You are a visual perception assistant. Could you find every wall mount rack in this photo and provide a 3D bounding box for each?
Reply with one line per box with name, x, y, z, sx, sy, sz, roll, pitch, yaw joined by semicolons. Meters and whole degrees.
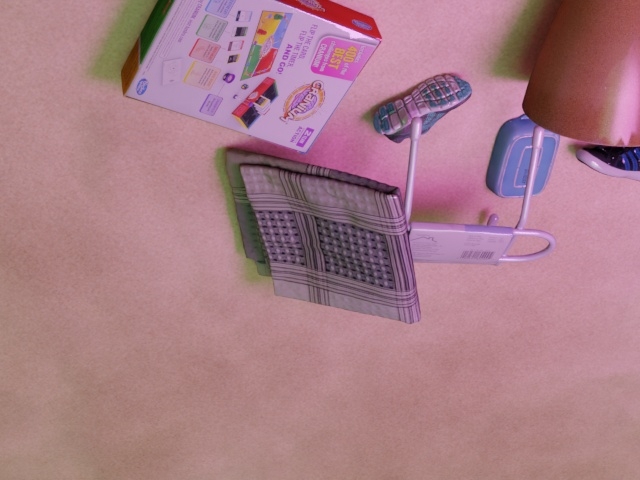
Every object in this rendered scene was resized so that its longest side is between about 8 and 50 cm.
wall mount rack;0.230;-0.064;1.971;0.350;0.130;0.304;2;151;-9

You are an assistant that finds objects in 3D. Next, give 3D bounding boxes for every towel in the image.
towel;0.000;0.000;1.950;0.324;0.056;0.312;15;142;25

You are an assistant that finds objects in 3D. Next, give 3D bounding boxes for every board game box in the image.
board game box;-0.104;-0.275;1.766;0.317;0.064;0.242;17;127;-28

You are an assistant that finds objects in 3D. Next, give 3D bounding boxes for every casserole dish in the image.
casserole dish;0.353;-0.137;2.039;0.114;0.037;0.188;-3;135;-11

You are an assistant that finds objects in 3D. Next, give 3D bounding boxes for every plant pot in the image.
plant pot;0.444;-0.305;1.788;0.237;0.237;0.254;-1;119;-13

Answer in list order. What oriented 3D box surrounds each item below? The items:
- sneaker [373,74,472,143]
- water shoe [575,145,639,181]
sneaker;0.170;-0.209;1.915;0.167;0.065;0.076;-23;151;12
water shoe;0.534;-0.152;2.061;0.203;0.073;0.080;9;109;-27
